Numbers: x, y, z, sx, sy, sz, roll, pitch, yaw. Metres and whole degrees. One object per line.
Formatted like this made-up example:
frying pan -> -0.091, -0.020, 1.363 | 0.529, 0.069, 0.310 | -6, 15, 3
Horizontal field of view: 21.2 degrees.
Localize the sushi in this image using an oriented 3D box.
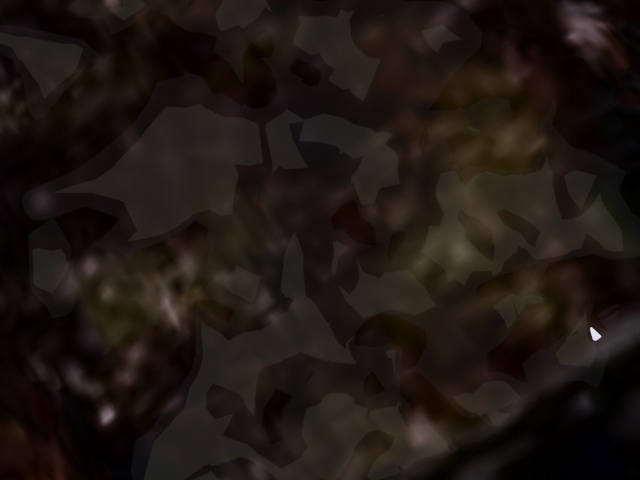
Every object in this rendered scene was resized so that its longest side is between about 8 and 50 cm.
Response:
sushi -> 0.000, -0.003, 0.545 | 0.281, 0.299, 0.294 | -38, 78, -6
